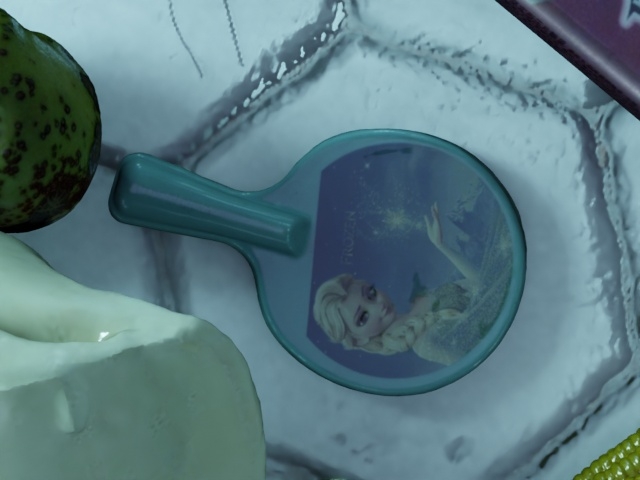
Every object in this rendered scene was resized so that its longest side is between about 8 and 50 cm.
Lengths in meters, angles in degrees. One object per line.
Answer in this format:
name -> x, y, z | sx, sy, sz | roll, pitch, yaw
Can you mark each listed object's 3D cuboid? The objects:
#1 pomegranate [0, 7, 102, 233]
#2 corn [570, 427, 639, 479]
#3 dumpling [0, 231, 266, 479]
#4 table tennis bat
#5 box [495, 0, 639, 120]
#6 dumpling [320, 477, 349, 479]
pomegranate -> -0.191, -0.055, 1.010 | 0.138, 0.163, 0.125 | 25, 50, -19
corn -> 0.193, 0.140, 1.052 | 0.231, 0.080, 0.080 | -35, 94, -3
dumpling -> -0.205, 0.152, 0.954 | 0.395, 0.233, 0.316 | -2, 108, 21
table tennis bat -> 0.000, 0.000, 1.056 | 0.237, 0.038, 0.149 | 17, 91, -8
box -> 0.186, -0.134, 1.048 | 0.224, 0.069, 0.120 | 38, 89, -4
dumpling -> 0.008, 0.163, 1.061 | 0.076, 0.057, 0.052 | -9, 54, -27
